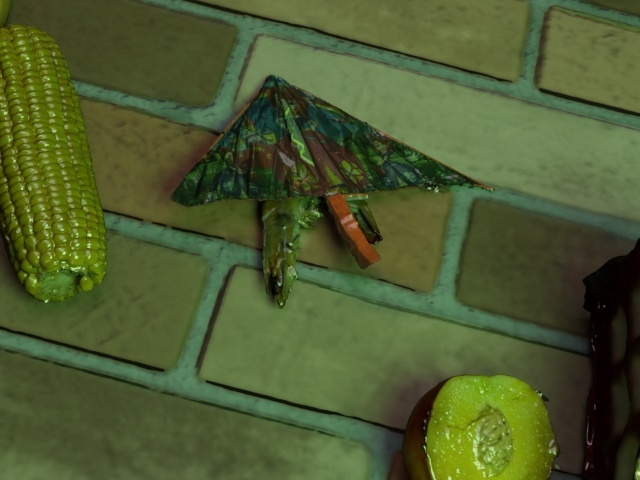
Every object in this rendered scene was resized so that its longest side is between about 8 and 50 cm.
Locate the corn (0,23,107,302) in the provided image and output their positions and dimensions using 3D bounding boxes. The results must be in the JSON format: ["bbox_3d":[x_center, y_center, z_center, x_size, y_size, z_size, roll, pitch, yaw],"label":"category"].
[{"bbox_3d":[-0.182,-0.054,0.780,0.068,0.068,0.207,-11,63,-15],"label":"corn"}]

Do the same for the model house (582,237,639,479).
[{"bbox_3d":[0.246,0.129,0.676,0.196,0.160,0.254,12,59,-1],"label":"model house"}]

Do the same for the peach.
[{"bbox_3d":[0.090,0.126,0.712,0.098,0.061,0.098,8,71,-24],"label":"peach"}]

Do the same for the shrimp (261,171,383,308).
[{"bbox_3d":[0.000,0.000,0.799,0.083,0.023,0.114,10,52,-5],"label":"shrimp"}]

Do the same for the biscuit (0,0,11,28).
[{"bbox_3d":[-0.336,-0.210,0.871,0.205,0.040,0.309,-31,68,-25],"label":"biscuit"}]

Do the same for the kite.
[{"bbox_3d":[0.004,-0.053,0.826,0.232,0.009,0.189,-7,50,-22],"label":"kite"}]
